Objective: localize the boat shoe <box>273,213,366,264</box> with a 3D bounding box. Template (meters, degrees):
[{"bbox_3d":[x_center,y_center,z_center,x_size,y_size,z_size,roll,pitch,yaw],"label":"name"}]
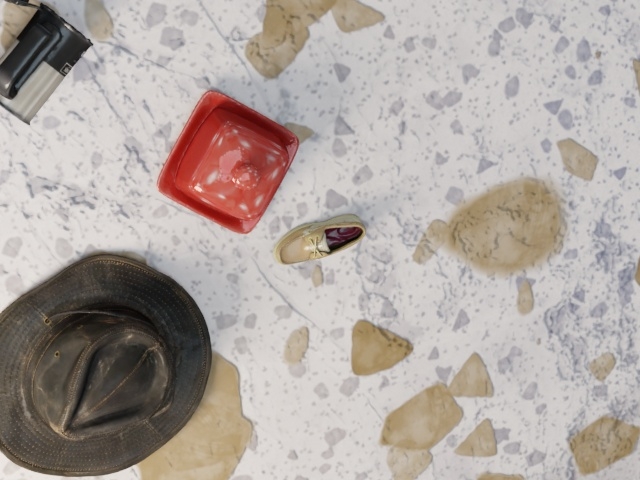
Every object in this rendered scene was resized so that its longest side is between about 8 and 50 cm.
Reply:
[{"bbox_3d":[0.000,0.000,2.095,0.135,0.045,0.050,-24,111,-11],"label":"boat shoe"}]

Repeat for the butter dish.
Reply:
[{"bbox_3d":[-0.110,-0.093,1.993,0.160,0.118,0.160,28,94,-24],"label":"butter dish"}]

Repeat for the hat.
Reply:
[{"bbox_3d":[-0.289,0.192,2.003,0.331,0.134,0.331,-5,107,-18],"label":"hat"}]

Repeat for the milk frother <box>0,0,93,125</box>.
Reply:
[{"bbox_3d":[-0.386,-0.244,1.882,0.143,0.129,0.135,38,90,20],"label":"milk frother"}]
